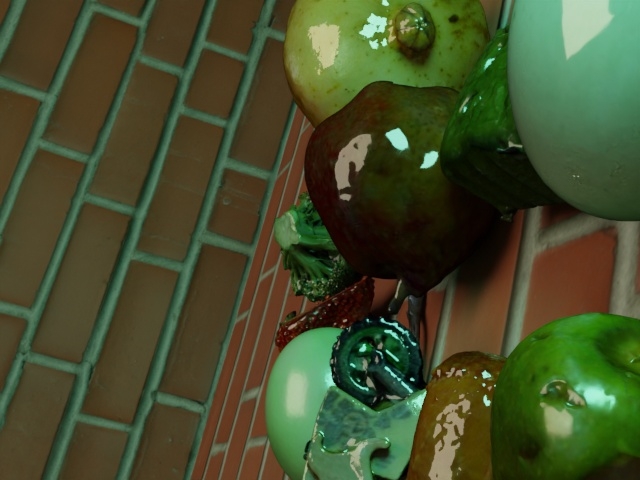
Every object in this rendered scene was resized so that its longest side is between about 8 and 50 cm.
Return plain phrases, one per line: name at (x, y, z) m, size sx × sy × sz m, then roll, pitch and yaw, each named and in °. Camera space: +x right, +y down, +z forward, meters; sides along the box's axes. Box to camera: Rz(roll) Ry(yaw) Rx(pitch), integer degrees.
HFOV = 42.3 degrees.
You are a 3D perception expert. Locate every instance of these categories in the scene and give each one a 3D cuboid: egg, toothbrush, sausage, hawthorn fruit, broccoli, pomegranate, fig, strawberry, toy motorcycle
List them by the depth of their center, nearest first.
fig at (0.232, 0.205, 0.739) m, size 0.206 × 0.206 × 0.275 m, roll -92°, pitch 13°, yaw -54°
egg at (0.319, -0.206, 0.758) m, size 0.276 × 0.276 × 0.388 m, roll -146°, pitch 73°, yaw -75°
sausage at (0.175, 0.258, 0.920) m, size 0.141 × 0.153 × 0.268 m, roll -14°, pitch 59°, yaw 56°
toy motorcycle at (0.078, 0.312, 1.076) m, size 0.169 × 0.237 × 0.410 m, roll 38°, pitch -110°, yaw -64°
hawthorn fruit at (0.129, -0.090, 1.283) m, size 0.308 × 0.308 × 0.324 m, roll -63°, pitch 26°, yaw 26°
egg at (0.023, 0.269, 1.284) m, size 0.220 × 0.220 × 0.269 m, roll -36°, pitch 72°, yaw 65°
toothbrush at (0.164, 0.081, 1.421) m, size 0.042 × 0.035 × 0.413 m, roll 115°, pitch 167°, yaw -53°
pomegranate at (0.122, -0.340, 1.484) m, size 0.410 × 0.410 × 0.410 m, roll -160°, pitch 90°, yaw -75°
strawberry at (0.015, 0.165, 1.566) m, size 0.175 × 0.106 × 0.236 m, roll -32°, pitch 2°, yaw -33°
broccoli at (0.000, 0.000, 1.780) m, size 0.261 × 0.242 × 0.269 m, roll -36°, pitch 62°, yaw 33°

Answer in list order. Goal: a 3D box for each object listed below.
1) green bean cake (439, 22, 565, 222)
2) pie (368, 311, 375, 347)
green bean cake at (0.275, -0.172, 1.025) m, size 0.247 × 0.156 × 0.250 m, roll -62°, pitch 17°, yaw -12°
pie at (0.056, 0.219, 1.604) m, size 0.182 × 0.050 × 0.182 m, roll -51°, pitch 26°, yaw 37°
